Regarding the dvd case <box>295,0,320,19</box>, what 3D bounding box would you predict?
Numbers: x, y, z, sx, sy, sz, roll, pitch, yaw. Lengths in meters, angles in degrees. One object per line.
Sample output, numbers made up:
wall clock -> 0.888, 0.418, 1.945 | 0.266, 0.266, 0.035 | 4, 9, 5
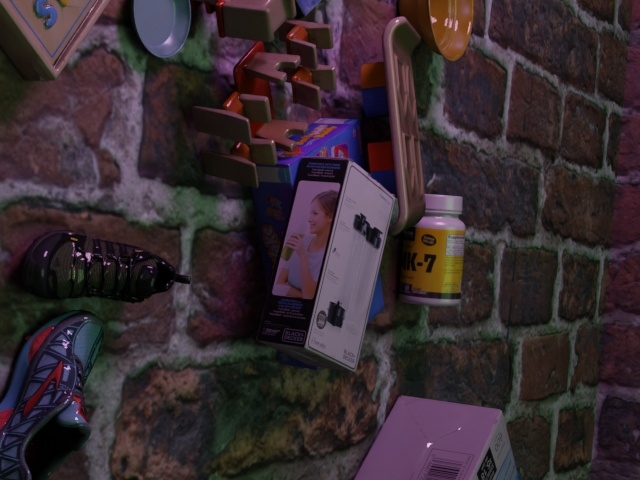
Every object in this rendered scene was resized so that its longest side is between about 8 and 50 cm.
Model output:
dvd case -> -0.016, -0.475, 1.770 | 0.180, 0.022, 0.253 | 59, 43, -22

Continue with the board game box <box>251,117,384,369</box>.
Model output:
board game box -> 0.000, 0.000, 1.863 | 0.233, 0.078, 0.347 | -37, 125, -52

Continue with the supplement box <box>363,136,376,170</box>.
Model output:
supplement box -> 0.058, -0.153, 1.973 | 0.083, 0.043, 0.055 | 13, 84, -59

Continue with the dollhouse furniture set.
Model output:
dollhouse furniture set -> -0.100, -0.249, 1.644 | 0.262, 0.135, 0.259 | -55, 150, -40

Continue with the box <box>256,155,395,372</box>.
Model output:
box -> 0.013, 0.037, 1.727 | 0.169, 0.087, 0.290 | 32, 68, -56

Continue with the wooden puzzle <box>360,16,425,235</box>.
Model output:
wooden puzzle -> 0.125, -0.188, 1.962 | 0.322, 0.080, 0.348 | -18, 107, -79

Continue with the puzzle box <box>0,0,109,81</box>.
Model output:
puzzle box -> -0.293, -0.419, 1.321 | 0.409, 0.052, 0.272 | -66, 146, -29

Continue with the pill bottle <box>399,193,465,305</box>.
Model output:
pill bottle -> 0.215, 0.017, 2.195 | 0.119, 0.119, 0.208 | 0, 94, -60

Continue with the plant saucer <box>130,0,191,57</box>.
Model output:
plant saucer -> -0.214, -0.299, 1.505 | 0.119, 0.021, 0.119 | -15, 108, -57

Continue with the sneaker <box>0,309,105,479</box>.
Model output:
sneaker -> -0.302, 0.199, 1.330 | 0.262, 0.125, 0.104 | -65, 145, -30

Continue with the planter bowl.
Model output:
planter bowl -> 0.204, -0.439, 2.128 | 0.217, 0.090, 0.217 | -10, 101, -62

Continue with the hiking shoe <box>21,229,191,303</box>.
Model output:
hiking shoe -> -0.257, 0.033, 1.392 | 0.227, 0.114, 0.086 | -2, 95, -60

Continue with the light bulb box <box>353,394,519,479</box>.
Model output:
light bulb box -> 0.219, 0.553, 2.183 | 0.358, 0.225, 0.361 | -55, 138, -40
